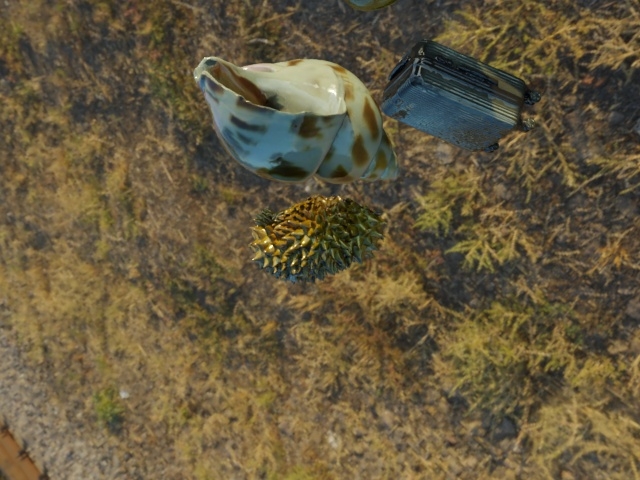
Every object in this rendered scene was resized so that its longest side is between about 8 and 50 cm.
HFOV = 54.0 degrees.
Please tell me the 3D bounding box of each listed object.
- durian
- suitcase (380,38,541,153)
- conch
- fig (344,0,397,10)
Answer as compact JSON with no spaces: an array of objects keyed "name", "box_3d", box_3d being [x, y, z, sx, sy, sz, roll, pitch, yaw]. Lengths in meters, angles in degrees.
[{"name":"durian","box_3d":[-0.008,0.006,1.022,0.183,0.138,0.249,40,146,-25]},{"name":"suitcase","box_3d":[0.301,-0.308,1.386,0.312,0.128,0.202,20,165,-14]},{"name":"conch","box_3d":[-0.022,-0.184,1.013,0.249,0.367,0.197,-112,28,-60]},{"name":"fig","box_3d":[0.086,-0.515,1.162,0.148,0.142,0.186,55,-166,-42]}]
